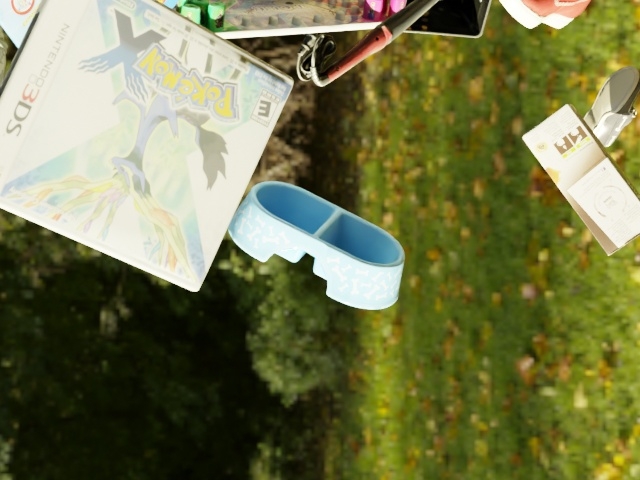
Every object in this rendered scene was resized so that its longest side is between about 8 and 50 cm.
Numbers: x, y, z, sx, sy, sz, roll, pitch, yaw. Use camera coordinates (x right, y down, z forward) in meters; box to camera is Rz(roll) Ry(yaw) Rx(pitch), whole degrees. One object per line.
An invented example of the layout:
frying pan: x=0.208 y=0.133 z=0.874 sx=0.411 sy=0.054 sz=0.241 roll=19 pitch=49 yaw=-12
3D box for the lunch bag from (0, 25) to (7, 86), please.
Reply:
lunch bag: x=-0.652 y=-0.276 z=1.878 sx=0.305 sy=0.212 sz=0.256 roll=13 pitch=-116 yaw=-57

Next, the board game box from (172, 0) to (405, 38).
board game box: x=-0.112 y=-0.428 z=1.948 sx=0.390 sy=0.390 sz=0.050 roll=47 pitch=138 yaw=49

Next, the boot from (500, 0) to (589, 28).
boot: x=0.351 y=-0.381 z=1.683 sx=0.176 sy=0.244 sz=0.088 roll=-37 pitch=77 yaw=32

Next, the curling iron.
curling iron: x=0.073 y=-0.282 z=1.609 sx=0.035 sy=0.274 sz=0.068 roll=18 pitch=130 yaw=45

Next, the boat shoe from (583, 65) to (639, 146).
boat shoe: x=0.547 y=-0.243 z=2.214 sx=0.206 sy=0.065 sz=0.075 roll=118 pitch=152 yaw=-49

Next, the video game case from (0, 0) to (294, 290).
video game case: x=-0.224 y=-0.133 z=1.442 sx=0.036 sy=0.329 sz=0.300 roll=20 pitch=84 yaw=59

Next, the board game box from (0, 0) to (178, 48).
board game box: x=-0.329 y=-0.405 z=1.648 sx=0.302 sy=0.308 sz=0.086 roll=51 pitch=-161 yaw=18

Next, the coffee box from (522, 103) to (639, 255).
coffee box: x=0.458 y=-0.106 z=2.036 sx=0.246 sy=0.098 sz=0.141 roll=55 pitch=-164 yaw=5

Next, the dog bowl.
dog bowl: x=0.000 y=0.000 z=1.900 sx=0.166 sy=0.297 sz=0.074 roll=-47 pitch=-19 yaw=-60

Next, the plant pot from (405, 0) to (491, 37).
plant pot: x=0.240 y=-0.543 z=2.469 sx=0.167 sy=0.188 sz=0.187 roll=-116 pitch=32 yaw=-52
